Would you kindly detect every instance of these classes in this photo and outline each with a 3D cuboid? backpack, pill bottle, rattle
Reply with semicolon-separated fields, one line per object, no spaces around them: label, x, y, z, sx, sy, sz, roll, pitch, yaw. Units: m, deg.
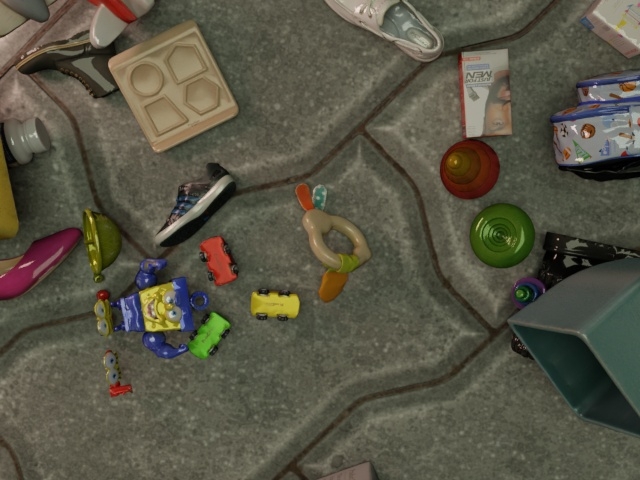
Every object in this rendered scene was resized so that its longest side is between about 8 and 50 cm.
backpack;0.562;-0.212;1.696;0.264;0.276;0.213;-14;89;9
pill bottle;-0.629;-0.186;1.808;0.170;0.094;0.094;-17;93;3
rattle;0.000;0.000;1.835;0.130;0.142;0.199;-37;75;-28

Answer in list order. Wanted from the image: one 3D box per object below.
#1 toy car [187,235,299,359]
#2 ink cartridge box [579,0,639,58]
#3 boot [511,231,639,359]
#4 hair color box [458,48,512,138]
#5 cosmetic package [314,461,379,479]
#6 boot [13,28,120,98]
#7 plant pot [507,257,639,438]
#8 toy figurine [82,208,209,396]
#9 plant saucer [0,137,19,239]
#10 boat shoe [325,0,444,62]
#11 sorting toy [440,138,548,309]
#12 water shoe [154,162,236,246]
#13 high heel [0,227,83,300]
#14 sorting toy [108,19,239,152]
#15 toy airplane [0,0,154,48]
toy car;-0.187;0.137;1.838;0.239;0.053;0.225;37;95;0
ink cartridge box;0.593;-0.422;1.755;0.143;0.092;0.090;36;94;-2
boot;0.564;0.143;1.776;0.348;0.131;0.260;13;91;7
hair color box;0.324;-0.287;1.792;0.093;0.053;0.167;-5;95;1
cosmetic package;-0.027;0.673;1.732;0.394;0.329;0.327;-20;92;4
boot;-0.491;-0.329;1.807;0.198;0.077;0.137;-19;98;4
plant pot;0.537;0.161;1.596;0.252;0.247;0.247;-40;101;-13
toy figurine;-0.333;0.107;1.794;0.217;0.191;0.362;-9;87;-12
plant saucer;-0.738;-0.145;1.740;0.333;0.081;0.332;-8;95;35
boat shoe;0.122;-0.446;1.765;0.277;0.096;0.098;31;95;0
sorting toy;0.319;-0.035;1.723;0.127;0.126;0.365;-29;75;20
water shoe;-0.260;-0.070;1.827;0.203;0.073;0.080;-41;70;0
high heel;-0.656;0.043;1.803;0.377;0.127;0.181;-35;103;7
sorting toy;-0.289;-0.304;1.807;0.193;0.038;0.208;-26;102;3
toy airplane;-0.459;-0.551;1.679;0.385;0.272;0.386;-4;72;-20
